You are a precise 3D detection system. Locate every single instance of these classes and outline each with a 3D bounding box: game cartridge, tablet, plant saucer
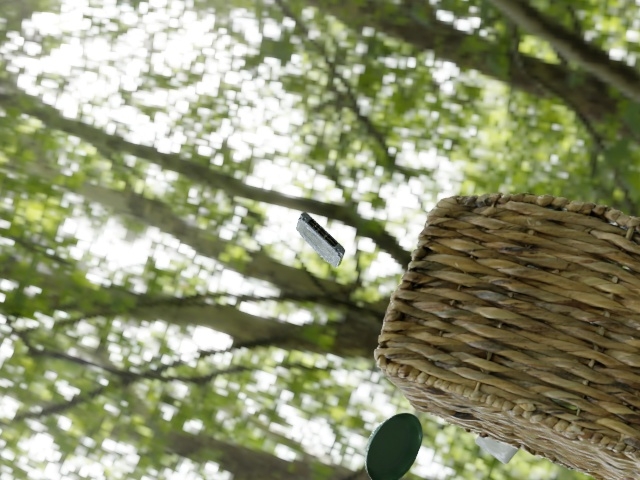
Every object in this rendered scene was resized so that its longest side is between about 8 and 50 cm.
[{"bbox_3d":[0.000,0.000,2.006,0.017,0.083,0.056,-42,-11,-24],"label":"game cartridge"},{"bbox_3d":[0.233,0.228,1.759,0.083,0.054,0.006,-49,-38,-10],"label":"tablet"},{"bbox_3d":[0.107,0.314,2.190,0.119,0.021,0.119,-19,-60,-37],"label":"plant saucer"}]

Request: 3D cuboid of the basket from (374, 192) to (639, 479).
[{"bbox_3d":[0.228,0.089,1.336,0.223,0.299,0.214,53,-123,-68],"label":"basket"}]
